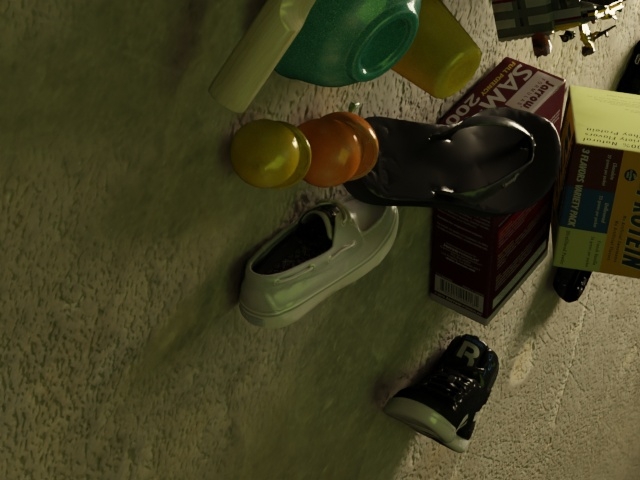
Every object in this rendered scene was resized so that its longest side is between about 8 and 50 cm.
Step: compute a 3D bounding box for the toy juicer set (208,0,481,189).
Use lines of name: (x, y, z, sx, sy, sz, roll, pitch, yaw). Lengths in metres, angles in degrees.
toy juicer set: (-0.007, -0.140, 1.147, 0.209, 0.089, 0.329, -45, 157, 2)

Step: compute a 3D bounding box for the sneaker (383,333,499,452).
sneaker: (0.133, 0.150, 1.681, 0.121, 0.079, 0.217, -65, 163, -7)

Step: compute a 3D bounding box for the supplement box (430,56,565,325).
supplement box: (0.173, -0.046, 1.570, 0.130, 0.073, 0.239, -45, 149, -35)

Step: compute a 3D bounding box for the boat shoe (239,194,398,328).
boat shoe: (0.000, 0.000, 1.304, 0.184, 0.066, 0.063, -32, 142, -33)

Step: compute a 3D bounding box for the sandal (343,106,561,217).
sandal: (0.126, -0.067, 1.367, 0.254, 0.054, 0.097, -8, 83, -41)

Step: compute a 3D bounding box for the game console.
game console: (0.381, -0.091, 1.962, 0.213, 0.044, 0.361, 6, 108, -63)

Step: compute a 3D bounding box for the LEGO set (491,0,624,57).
LEGO set: (0.274, -0.264, 1.347, 0.331, 0.254, 0.192, -35, 116, -64)

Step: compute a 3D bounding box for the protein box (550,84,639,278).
protein box: (0.348, -0.057, 1.658, 0.201, 0.199, 0.136, -74, 172, -67)
